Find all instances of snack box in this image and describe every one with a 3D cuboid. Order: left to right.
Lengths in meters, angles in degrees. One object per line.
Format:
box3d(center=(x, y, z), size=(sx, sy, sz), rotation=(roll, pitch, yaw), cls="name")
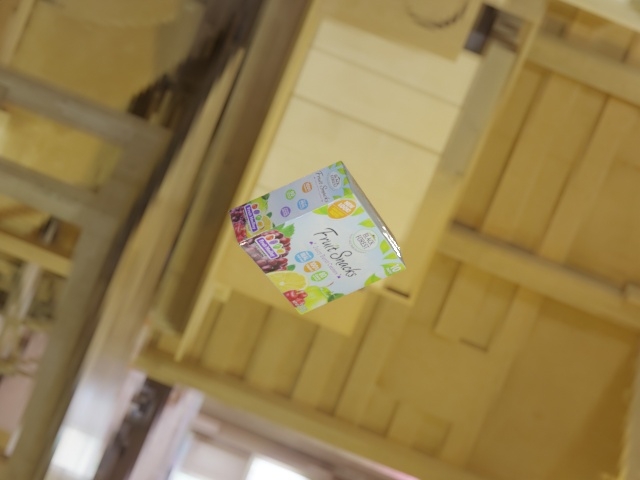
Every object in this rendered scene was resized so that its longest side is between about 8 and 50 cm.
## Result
box3d(center=(0.000, 0.000, 1.344), size=(0.141, 0.100, 0.037), rotation=(51, 17, -57), cls="snack box")
